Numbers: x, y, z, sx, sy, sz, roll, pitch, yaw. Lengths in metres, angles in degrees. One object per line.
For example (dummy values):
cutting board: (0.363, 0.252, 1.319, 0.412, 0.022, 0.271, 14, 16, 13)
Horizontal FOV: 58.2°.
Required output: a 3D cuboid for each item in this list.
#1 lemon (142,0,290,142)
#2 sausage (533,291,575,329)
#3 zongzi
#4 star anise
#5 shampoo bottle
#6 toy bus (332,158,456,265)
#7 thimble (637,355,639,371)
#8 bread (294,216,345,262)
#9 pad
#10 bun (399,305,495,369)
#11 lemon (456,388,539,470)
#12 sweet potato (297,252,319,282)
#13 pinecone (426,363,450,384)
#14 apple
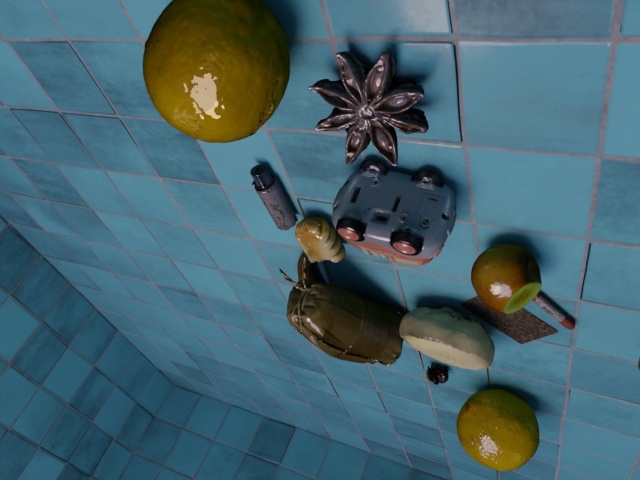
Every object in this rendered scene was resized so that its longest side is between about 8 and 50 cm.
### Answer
lemon: (-0.197, -0.335, 1.114, 0.297, 0.297, 0.297, 19, 149, 13)
sausage: (0.594, 0.172, 1.503, 0.223, 0.029, 0.029, 37, 148, -16)
zongzi: (-0.038, 0.264, 1.864, 0.499, 0.218, 0.466, 27, 152, -34)
star anise: (0.104, -0.267, 1.151, 0.236, 0.109, 0.223, 46, 124, -4)
shampoo bottle: (-0.131, -0.119, 1.588, 0.072, 0.072, 0.214, 7, 144, 30)
toy bus: (0.174, -0.041, 1.361, 0.287, 0.194, 0.232, 14, 155, 20)
thimble: (0.864, 0.307, 1.432, 0.090, 0.102, 0.115, 23, 178, 6)
bread: (0.000, 0.000, 1.648, 0.119, 0.084, 0.177, 5, 143, 34)
pad: (0.536, 0.222, 1.649, 0.235, 0.003, 0.158, 32, 149, -8)
bun: (0.386, 0.282, 1.721, 0.287, 0.146, 0.287, 23, 164, 7)
lemon: (0.609, 0.649, 1.979, 0.293, 0.293, 0.293, 19, 149, 13)
sweet potato: (-0.039, 0.122, 1.884, 0.075, 0.075, 0.273, 14, 143, 20)
pinecone: (0.420, 0.478, 2.062, 0.083, 0.077, 0.077, -14, 136, 13)
apple: (0.444, 0.089, 1.366, 0.147, 0.146, 0.163, -37, 75, 45)
